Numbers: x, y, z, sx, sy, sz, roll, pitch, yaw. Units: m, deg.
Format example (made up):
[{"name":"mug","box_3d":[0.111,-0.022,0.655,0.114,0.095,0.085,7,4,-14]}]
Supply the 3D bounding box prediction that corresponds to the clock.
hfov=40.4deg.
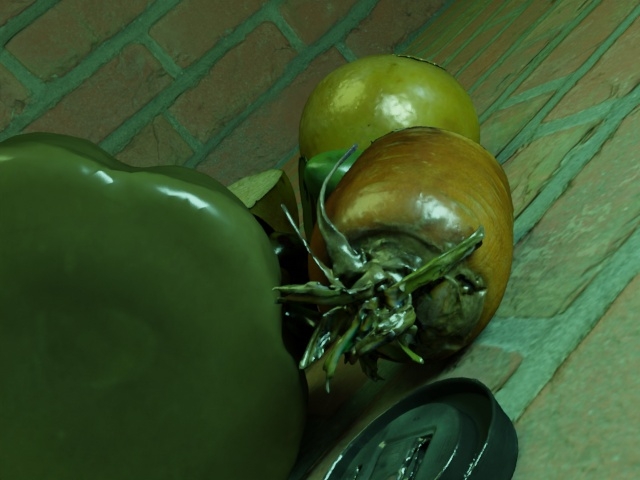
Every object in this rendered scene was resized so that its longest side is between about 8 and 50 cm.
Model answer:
[{"name":"clock","box_3d":[0.067,0.182,0.655,0.184,0.040,0.184,-39,12,10]}]

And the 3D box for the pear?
[{"name":"pear","box_3d":[-0.168,0.030,1.624,0.340,0.191,0.386,-31,17,8]}]

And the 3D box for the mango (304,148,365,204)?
[{"name":"mango","box_3d":[0.090,-0.058,1.047,0.137,0.237,0.091,147,134,-76]}]

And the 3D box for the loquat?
[{"name":"loquat","box_3d":[0.097,-0.147,1.242,0.263,0.263,0.263,-40,11,10]}]

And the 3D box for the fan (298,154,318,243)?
[{"name":"fan","box_3d":[0.001,0.000,1.142,0.011,0.230,0.335,-11,6,-6]}]

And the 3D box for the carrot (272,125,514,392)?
[{"name":"carrot","box_3d":[0.087,0.005,0.839,0.193,0.214,0.331,-5,29,19]}]

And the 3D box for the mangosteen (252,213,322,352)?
[{"name":"mangosteen","box_3d":[-0.125,0.093,1.194,0.287,0.287,0.233,-51,-14,-38]}]

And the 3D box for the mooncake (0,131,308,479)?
[{"name":"mooncake","box_3d":[-0.242,0.116,0.897,0.467,0.467,0.262,-41,14,5]}]
